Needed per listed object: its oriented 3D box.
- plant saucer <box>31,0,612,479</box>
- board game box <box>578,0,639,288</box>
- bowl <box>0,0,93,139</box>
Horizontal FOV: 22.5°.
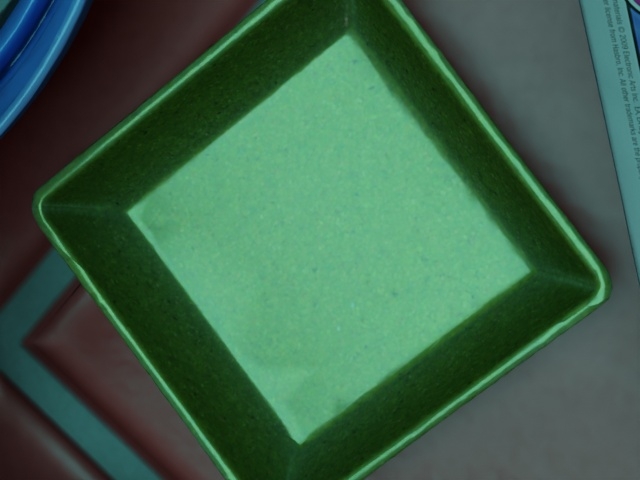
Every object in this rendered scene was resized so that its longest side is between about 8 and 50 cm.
[{"bbox_3d":[0.000,0.000,0.707,0.188,0.045,0.188,-38,86,12],"label":"plant saucer"},{"bbox_3d":[0.264,-0.025,0.576,0.302,0.086,0.308,-10,109,16],"label":"board game box"},{"bbox_3d":[-0.264,-0.180,0.630,0.391,0.077,0.391,0,100,-1],"label":"bowl"}]
